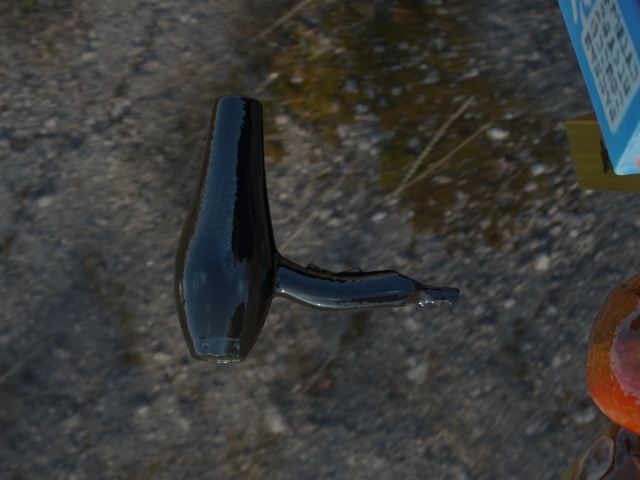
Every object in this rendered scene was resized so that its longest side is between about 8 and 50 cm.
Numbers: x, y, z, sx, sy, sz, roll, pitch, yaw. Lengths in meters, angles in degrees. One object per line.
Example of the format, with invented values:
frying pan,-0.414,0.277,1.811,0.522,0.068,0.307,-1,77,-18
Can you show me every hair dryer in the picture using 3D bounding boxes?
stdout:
hair dryer,0.000,0.000,0.457,0.083,0.031,0.079,8,75,-8

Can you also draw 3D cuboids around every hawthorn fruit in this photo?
hawthorn fruit,0.233,0.076,1.040,0.128,0.128,0.128,4,101,20

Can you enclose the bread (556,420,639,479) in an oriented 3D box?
bread,0.262,0.223,1.285,0.114,0.295,0.328,41,106,19

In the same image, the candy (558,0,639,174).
candy,0.302,-0.129,0.899,0.305,0.100,0.157,-4,58,-14

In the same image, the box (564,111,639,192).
box,0.343,-0.101,1.284,0.152,0.237,0.070,7,112,62
